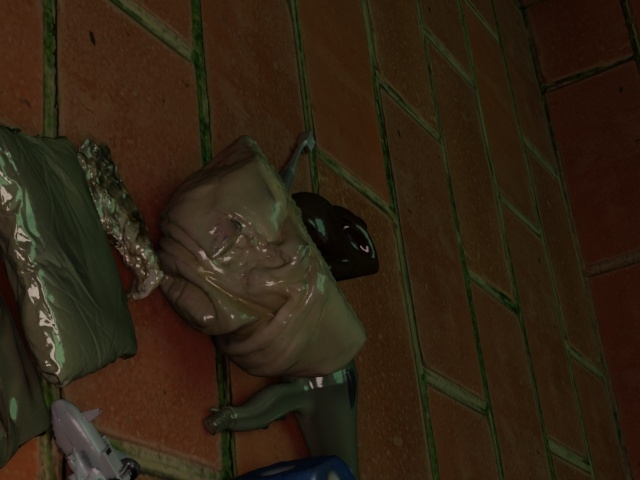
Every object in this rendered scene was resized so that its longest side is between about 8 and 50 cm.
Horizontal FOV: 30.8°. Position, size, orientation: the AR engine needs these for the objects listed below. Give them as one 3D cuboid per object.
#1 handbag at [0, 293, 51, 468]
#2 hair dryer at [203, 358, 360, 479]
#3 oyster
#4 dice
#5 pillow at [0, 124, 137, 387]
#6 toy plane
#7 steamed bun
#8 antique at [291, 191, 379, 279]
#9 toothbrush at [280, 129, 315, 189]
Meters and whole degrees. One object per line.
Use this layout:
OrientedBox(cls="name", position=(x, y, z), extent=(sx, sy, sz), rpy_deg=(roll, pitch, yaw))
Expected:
OrientedBox(cls="handbag", position=(-0.357, 0.112, 1.024), extent=(0.316, 0.109, 0.253), rpy_deg=(-43, 115, -70))
OrientedBox(cls="hair dryer", position=(-0.025, 0.282, 1.630), extent=(0.298, 0.119, 0.296), rpy_deg=(-45, 118, -46))
OrientedBox(cls="oyster", position=(-0.241, -0.036, 1.427), extent=(0.200, 0.061, 0.106), rpy_deg=(63, 24, -14))
OrientedBox(cls="dice", position=(-0.032, 0.354, 1.467), extent=(0.143, 0.146, 0.146), rpy_deg=(-1, 74, -62))
OrientedBox(cls="pillow", position=(-0.283, 0.012, 1.233), extent=(0.281, 0.076, 0.274), rpy_deg=(-13, 84, -85))
OrientedBox(cls="toy plane", position=(-0.236, 0.243, 1.233), extent=(0.162, 0.066, 0.171), rpy_deg=(-61, 132, -73))
OrientedBox(cls="steamed bun", position=(-0.096, 0.039, 1.505), extent=(0.320, 0.206, 0.275), rpy_deg=(59, -1, 31))
OrientedBox(cls="antique", position=(0.000, 0.000, 1.816), extent=(0.257, 0.121, 0.143), rpy_deg=(3, 75, -66))
OrientedBox(cls="toothbrush", position=(-0.056, -0.095, 1.896), extent=(0.030, 0.025, 0.342), rpy_deg=(62, 25, -23))
